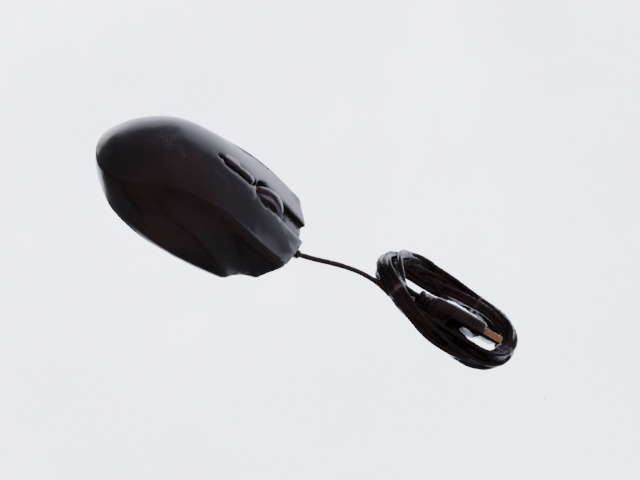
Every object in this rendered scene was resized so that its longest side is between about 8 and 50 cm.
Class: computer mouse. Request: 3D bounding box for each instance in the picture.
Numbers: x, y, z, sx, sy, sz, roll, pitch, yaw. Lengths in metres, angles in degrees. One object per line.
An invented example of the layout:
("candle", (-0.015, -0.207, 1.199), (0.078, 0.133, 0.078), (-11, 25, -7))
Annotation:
("computer mouse", (0.000, 0.000, 0.858), (0.242, 0.071, 0.041), (24, -52, -19))
